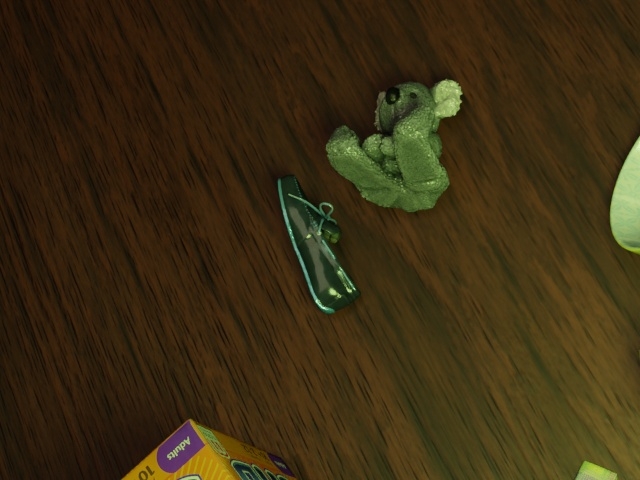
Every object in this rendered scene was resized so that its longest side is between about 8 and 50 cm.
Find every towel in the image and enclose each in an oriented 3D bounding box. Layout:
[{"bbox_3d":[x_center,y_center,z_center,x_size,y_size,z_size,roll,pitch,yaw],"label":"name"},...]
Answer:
[{"bbox_3d":[0.411,0.383,1.802,0.060,0.009,0.083,20,79,28],"label":"towel"}]

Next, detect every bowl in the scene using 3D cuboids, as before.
[{"bbox_3d":[0.592,-0.082,1.797,0.156,0.289,0.289,26,80,-16],"label":"bowl"}]

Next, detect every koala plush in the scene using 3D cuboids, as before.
[{"bbox_3d":[0.145,-0.185,2.043,0.196,0.203,0.221,-13,45,30],"label":"koala plush"}]

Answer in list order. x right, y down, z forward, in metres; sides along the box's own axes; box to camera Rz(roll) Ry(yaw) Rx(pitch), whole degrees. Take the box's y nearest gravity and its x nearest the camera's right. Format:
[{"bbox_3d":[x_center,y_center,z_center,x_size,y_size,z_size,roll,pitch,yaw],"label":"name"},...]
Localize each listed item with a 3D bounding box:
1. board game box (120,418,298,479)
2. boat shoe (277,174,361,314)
[{"bbox_3d":[-0.157,0.544,1.775,0.356,0.356,0.356,-42,62,3],"label":"board game box"},{"bbox_3d":[0.000,0.000,2.070,0.089,0.109,0.258,-22,81,6],"label":"boat shoe"}]
